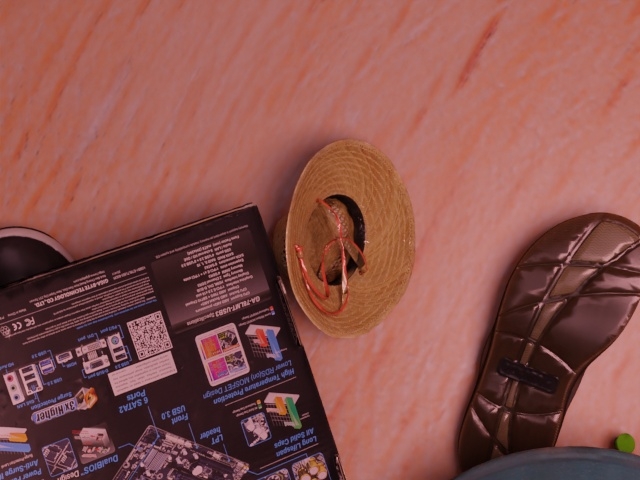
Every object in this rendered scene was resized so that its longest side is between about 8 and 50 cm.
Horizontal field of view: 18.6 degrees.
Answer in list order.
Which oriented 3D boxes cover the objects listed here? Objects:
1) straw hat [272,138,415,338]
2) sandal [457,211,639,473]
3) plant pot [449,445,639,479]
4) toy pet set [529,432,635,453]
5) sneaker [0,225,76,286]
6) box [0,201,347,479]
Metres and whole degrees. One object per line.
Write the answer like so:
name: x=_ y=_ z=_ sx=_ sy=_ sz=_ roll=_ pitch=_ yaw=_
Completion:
straw hat: x=0.000 y=0.000 z=1.384 sx=0.061 sy=0.144 sz=0.144 roll=-4 pitch=88 yaw=42
sandal: x=0.164 y=0.078 z=1.391 sx=0.090 sy=0.060 sz=0.219 roll=22 pitch=103 yaw=7
plant pot: x=0.160 y=0.314 z=1.232 sx=0.271 sy=0.255 sz=0.272 roll=3 pitch=119 yaw=5
toy pet set: x=0.193 y=0.201 z=1.389 sx=0.122 sy=0.065 sz=0.114 roll=-5 pitch=76 yaw=-24
sneaker: x=-0.188 y=0.101 z=1.371 sx=0.084 sy=0.097 sz=0.235 roll=-16 pitch=88 yaw=0
box: x=-0.131 y=0.156 z=1.308 sx=0.295 sy=0.073 sz=0.293 roll=-20 pitch=94 yaw=-29
